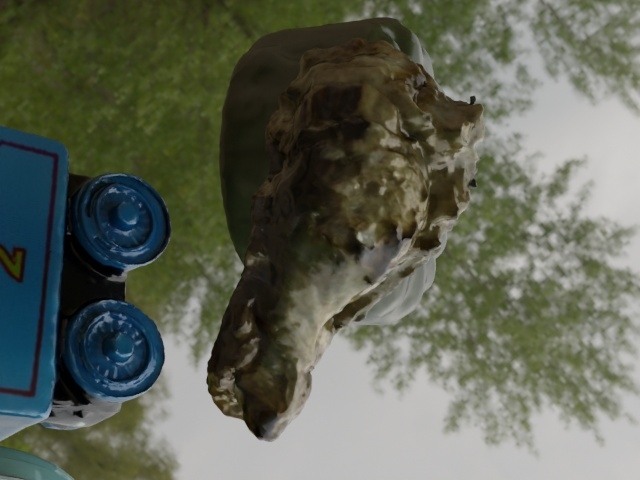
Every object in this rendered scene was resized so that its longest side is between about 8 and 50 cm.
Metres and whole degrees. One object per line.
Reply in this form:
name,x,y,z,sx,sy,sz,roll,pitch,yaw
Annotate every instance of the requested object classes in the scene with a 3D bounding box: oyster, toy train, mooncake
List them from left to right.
toy train,-0.301,0.044,1.076,0.188,0.265,0.300,-30,-125,49
oyster,-0.007,-0.004,0.881,0.197,0.133,0.337,34,-74,39
mooncake,0.037,-0.078,1.244,0.194,0.356,0.356,-2,-147,24

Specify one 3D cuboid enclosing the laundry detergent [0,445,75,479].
laundry detergent,-0.322,0.348,0.914,0.287,0.287,0.305,-34,-136,19
